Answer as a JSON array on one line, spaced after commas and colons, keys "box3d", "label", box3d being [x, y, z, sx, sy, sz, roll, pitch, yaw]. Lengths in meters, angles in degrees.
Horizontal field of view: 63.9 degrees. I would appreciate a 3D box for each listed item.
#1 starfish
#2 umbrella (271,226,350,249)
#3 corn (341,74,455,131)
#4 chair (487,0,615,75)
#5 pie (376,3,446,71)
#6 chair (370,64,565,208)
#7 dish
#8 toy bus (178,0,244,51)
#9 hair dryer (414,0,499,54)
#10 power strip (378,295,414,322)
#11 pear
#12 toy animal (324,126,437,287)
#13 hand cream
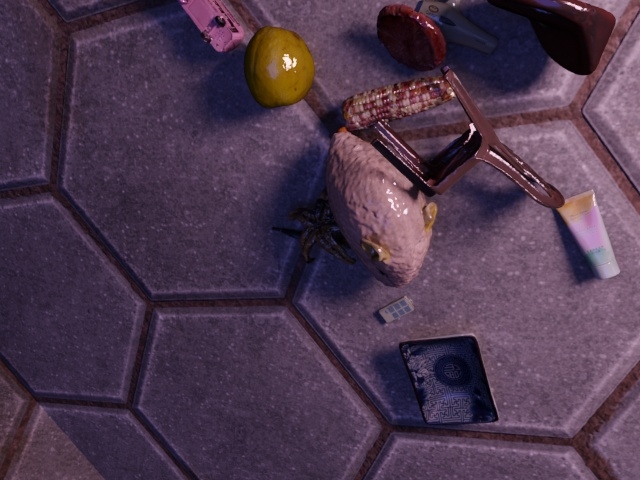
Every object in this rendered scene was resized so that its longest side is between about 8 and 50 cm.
[{"box3d": [0.004, -0.013, 1.183, 0.146, 0.074, 0.189, -37, 76, 16], "label": "starfish"}, {"box3d": [0.003, -0.004, 1.244, 0.269, 0.044, 0.044, 17, 143, 24], "label": "umbrella"}, {"box3d": [0.155, -0.279, 1.043, 0.237, 0.079, 0.079, -9, 108, 21], "label": "corn"}, {"box3d": [0.401, -0.475, 0.774, 0.227, 0.226, 0.400, 23, 118, 11], "label": "chair"}, {"box3d": [0.169, -0.382, 0.968, 0.154, 0.154, 0.036, 36, 79, 4], "label": "pie"}, {"box3d": [0.272, -0.144, 0.961, 0.183, 0.175, 0.326, -41, 102, 22], "label": "chair"}, {"box3d": [0.310, 0.316, 1.223, 0.182, 0.080, 0.243, -12, 108, 26], "label": "dish"}, {"box3d": [-0.248, -0.498, 1.099, 0.063, 0.090, 0.203, -35, 96, 29], "label": "toy bus"}, {"box3d": [0.286, -0.442, 0.946, 0.167, 0.067, 0.199, 37, 105, -7], "label": "hair dryer"}, {"box3d": [0.184, 0.168, 1.246, 0.090, 0.016, 0.040, -33, 97, 29], "label": "power strip"}, {"box3d": [-0.085, -0.357, 1.062, 0.149, 0.149, 0.162, 7, 113, 19], "label": "pear"}, {"box3d": [0.120, -0.071, 1.054, 0.188, 0.226, 0.358, -30, 93, -10], "label": "toy animal"}, {"box3d": [0.537, -0.009, 1.023, 0.076, 0.047, 0.174, -24, 93, 29], "label": "hand cream"}]
